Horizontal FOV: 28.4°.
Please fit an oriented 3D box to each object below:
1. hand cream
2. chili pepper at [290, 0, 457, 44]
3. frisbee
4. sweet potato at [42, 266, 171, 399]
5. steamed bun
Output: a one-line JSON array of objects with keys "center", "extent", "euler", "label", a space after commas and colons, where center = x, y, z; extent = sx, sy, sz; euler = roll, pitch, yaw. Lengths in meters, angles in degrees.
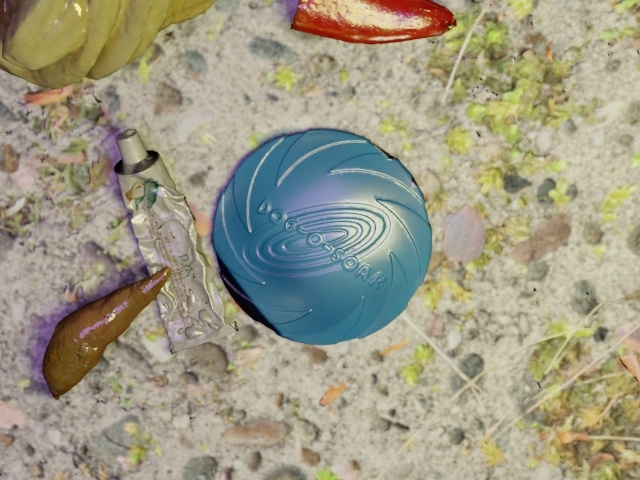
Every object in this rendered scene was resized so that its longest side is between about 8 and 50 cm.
[{"center": [-0.170, -0.002, 1.381], "extent": [0.084, 0.050, 0.257], "euler": [-18, 108, 9], "label": "hand cream"}, {"center": [0.060, -0.241, 1.310], "extent": [0.169, 0.065, 0.088], "euler": [12, 118, -3], "label": "chili pepper"}, {"center": [0.000, 0.000, 1.369], "extent": [0.242, 0.045, 0.242], "euler": [1, 100, 6], "label": "frisbee"}, {"center": [-0.249, 0.094, 1.389], "extent": [0.068, 0.068, 0.226], "euler": [43, 111, -4], "label": "sweet potato"}, {"center": [-0.242, -0.333, 1.234], "extent": [0.372, 0.230, 0.325], "euler": [-33, 94, 12], "label": "steamed bun"}]
